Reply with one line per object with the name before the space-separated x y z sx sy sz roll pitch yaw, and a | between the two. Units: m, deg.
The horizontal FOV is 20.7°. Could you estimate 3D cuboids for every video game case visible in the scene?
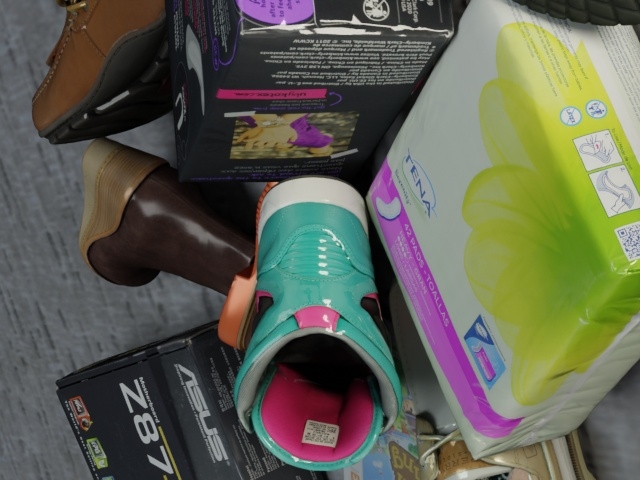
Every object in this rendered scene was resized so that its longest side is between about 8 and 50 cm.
video game case | 0.088 0.172 1.489 0.212 0.023 0.193 28 131 45

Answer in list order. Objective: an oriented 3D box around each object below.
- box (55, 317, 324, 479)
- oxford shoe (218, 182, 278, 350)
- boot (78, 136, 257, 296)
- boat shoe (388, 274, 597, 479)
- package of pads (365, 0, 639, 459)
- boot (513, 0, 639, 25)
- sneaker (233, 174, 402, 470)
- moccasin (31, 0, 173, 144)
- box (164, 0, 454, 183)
box | -0.099 0.286 1.767 0.318 0.097 0.394 -20 92 55
oxford shoe | 0.000 0.000 1.459 0.098 0.097 0.271 32 130 15
boot | -0.129 0.020 1.653 0.207 0.090 0.248 34 158 18
boat shoe | 0.129 0.152 1.317 0.113 0.103 0.302 -28 90 37
package of pads | 0.140 -0.018 1.166 0.296 0.101 0.229 118 136 -58
boot | 0.126 -0.237 1.063 0.247 0.161 0.083 27 159 26
sneaker | 0.005 0.108 1.344 0.295 0.124 0.178 79 -169 -51
moccasin | -0.168 -0.201 1.525 0.147 0.139 0.380 66 151 14
box | -0.018 -0.159 1.236 0.270 0.143 0.165 127 140 -67
